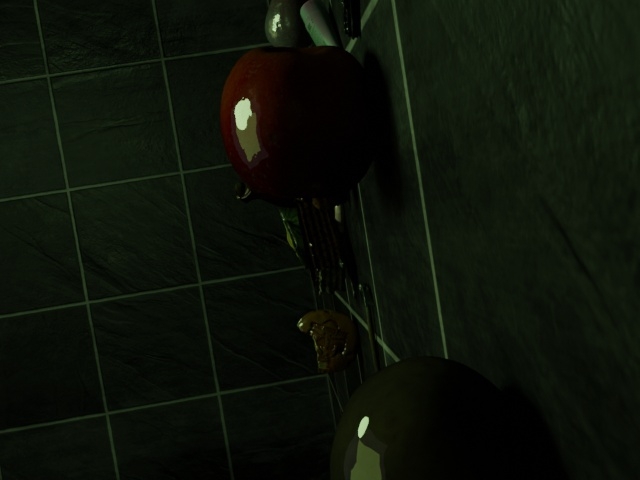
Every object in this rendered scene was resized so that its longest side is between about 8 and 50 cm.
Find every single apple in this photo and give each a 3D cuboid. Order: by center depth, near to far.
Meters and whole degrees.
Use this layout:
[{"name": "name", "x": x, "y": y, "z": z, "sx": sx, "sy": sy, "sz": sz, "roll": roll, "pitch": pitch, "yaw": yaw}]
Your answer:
[{"name": "apple", "x": -0.027, "y": -0.160, "z": 0.997, "sx": 0.218, "sy": 0.218, "sz": 0.202, "roll": -111, "pitch": 19, "yaw": -71}]

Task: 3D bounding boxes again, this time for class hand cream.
[{"name": "hand cream", "x": 0.013, "y": -0.340, "z": 1.267, "sx": 0.076, "sy": 0.047, "sz": 0.174, "roll": 89, "pitch": 162, "yaw": -60}]

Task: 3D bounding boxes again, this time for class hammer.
[{"name": "hammer", "x": 0.097, "y": 0.173, "z": 1.388, "sx": 0.062, "sy": 0.017, "sz": 0.182, "roll": -113, "pitch": 13, "yaw": -74}]

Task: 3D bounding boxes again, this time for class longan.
[{"name": "longan", "x": 0.091, "y": 0.185, "z": 0.582, "sx": 0.187, "sy": 0.167, "sz": 0.167, "roll": 54, "pitch": 164, "yaw": 27}]

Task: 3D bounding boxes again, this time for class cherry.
[{"name": "cherry", "x": -0.067, "y": -0.476, "z": 1.554, "sx": 0.188, "sy": 0.115, "sz": 0.148, "roll": -96, "pitch": -20, "yaw": -56}]

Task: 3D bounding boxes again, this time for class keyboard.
[{"name": "keyboard", "x": 0.033, "y": -0.387, "z": 0.980, "sx": 0.072, "sy": 0.023, "sz": 0.231, "roll": -100, "pitch": 4, "yaw": -47}]

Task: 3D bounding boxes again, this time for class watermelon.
[{"name": "watermelon", "x": -0.033, "y": -0.037, "z": 1.903, "sx": 0.232, "sy": 0.127, "sz": 0.204, "roll": 69, "pitch": -176, "yaw": -69}]

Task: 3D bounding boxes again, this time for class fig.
[{"name": "fig", "x": -0.089, "y": -0.172, "z": 1.753, "sx": 0.215, "sy": 0.234, "sz": 0.235, "roll": -60, "pitch": -11, "yaw": -21}]

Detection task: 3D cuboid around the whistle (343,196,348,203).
[{"name": "whistle", "x": 0.002, "y": -0.228, "z": 1.510, "sx": 0.068, "sy": 0.057, "sz": 0.327, "roll": 93, "pitch": 167, "yaw": -72}]

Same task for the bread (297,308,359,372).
[{"name": "bread", "x": 0.028, "y": 0.228, "z": 1.721, "sx": 0.086, "sy": 0.125, "sz": 0.156, "roll": -24, "pitch": -89, "yaw": -87}]

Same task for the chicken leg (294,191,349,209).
[{"name": "chicken leg", "x": -0.006, "y": -0.208, "z": 1.361, "sx": 0.093, "sy": 0.113, "sz": 0.305, "roll": -17, "pitch": 79, "yaw": 64}]

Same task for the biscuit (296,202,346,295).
[{"name": "biscuit", "x": 0.000, "y": 0.000, "z": 1.618, "sx": 0.106, "sy": 0.070, "sz": 0.252, "roll": 88, "pitch": 170, "yaw": -53}]

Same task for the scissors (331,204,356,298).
[{"name": "scissors", "x": 0.048, "y": -0.004, "z": 1.613, "sx": 0.160, "sy": 0.024, "sz": 0.318, "roll": 89, "pitch": 171, "yaw": -53}]
